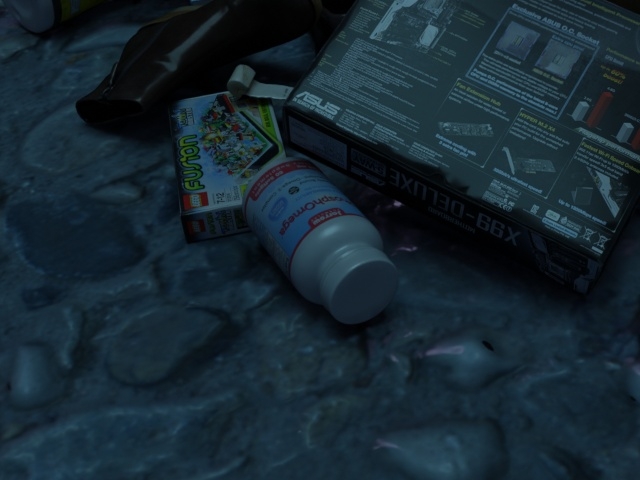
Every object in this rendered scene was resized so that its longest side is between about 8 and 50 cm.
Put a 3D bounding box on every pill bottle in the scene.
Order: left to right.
[{"bbox_3d":[-0.316,-0.370,1.356,0.208,0.119,0.119,-36,48,-30],"label":"pill bottle"},{"bbox_3d":[0.000,0.000,0.894,0.087,0.087,0.160,-23,42,-18],"label":"pill bottle"}]

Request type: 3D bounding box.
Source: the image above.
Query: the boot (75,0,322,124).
[{"bbox_3d":[-0.134,-0.201,1.132,0.248,0.090,0.207,-2,41,39],"label":"boot"}]

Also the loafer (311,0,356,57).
[{"bbox_3d":[0.023,-0.293,1.231,0.109,0.095,0.302,-9,40,-3],"label":"loafer"}]

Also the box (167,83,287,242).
[{"bbox_3d":[-0.093,-0.084,1.047,0.114,0.036,0.207,-11,40,-5],"label":"box"}]

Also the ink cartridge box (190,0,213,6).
[{"bbox_3d":[-0.118,-0.332,1.325,0.104,0.061,0.181,-9,39,-3],"label":"ink cartridge box"}]

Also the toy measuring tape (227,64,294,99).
[{"bbox_3d":[0.069,-0.179,1.048,0.330,0.121,0.121,9,42,6],"label":"toy measuring tape"}]

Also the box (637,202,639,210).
[{"bbox_3d":[0.408,-0.078,0.960,0.233,0.044,0.159,-31,46,-26],"label":"box"}]

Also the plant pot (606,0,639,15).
[{"bbox_3d":[0.339,-0.328,1.153,0.254,0.237,0.237,3,40,30],"label":"plant pot"}]

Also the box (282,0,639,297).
[{"bbox_3d":[0.156,-0.128,0.915,0.307,0.076,0.242,27,69,14],"label":"box"}]
